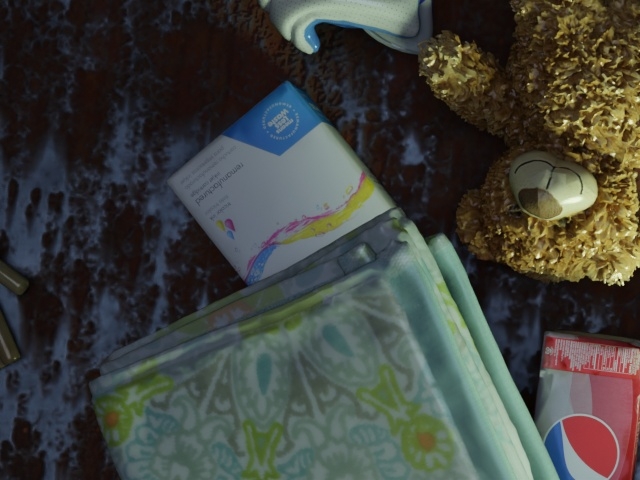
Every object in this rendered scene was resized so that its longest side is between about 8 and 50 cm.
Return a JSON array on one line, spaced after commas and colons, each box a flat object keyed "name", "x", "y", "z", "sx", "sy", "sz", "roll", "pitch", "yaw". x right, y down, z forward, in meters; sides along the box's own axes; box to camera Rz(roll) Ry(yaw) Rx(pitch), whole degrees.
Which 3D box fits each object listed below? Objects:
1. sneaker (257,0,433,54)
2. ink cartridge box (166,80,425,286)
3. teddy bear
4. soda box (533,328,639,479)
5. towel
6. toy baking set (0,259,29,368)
[{"name": "sneaker", "x": 0.087, "y": -0.276, "z": 1.393, "sx": 0.323, "sy": 0.130, "sz": 0.236, "roll": -18, "pitch": 96, "yaw": 1}, {"name": "ink cartridge box", "x": 0.000, "y": 0.000, "z": 1.404, "sx": 0.134, "sy": 0.078, "sz": 0.231, "roll": -40, "pitch": 82, "yaw": 6}, {"name": "teddy bear", "x": 0.210, "y": -0.135, "z": 1.347, "sx": 0.245, "sy": 0.113, "sz": 0.338, "roll": 32, "pitch": 87, "yaw": -4}, {"name": "soda box", "x": 0.205, "y": 0.204, "z": 1.352, "sx": 0.083, "sy": 0.092, "sz": 0.263, "roll": 7, "pitch": 89, "yaw": 12}, {"name": "towel", "x": 0.017, "y": 0.200, "z": 1.317, "sx": 0.320, "sy": 0.090, "sz": 0.374, "roll": -26, "pitch": 85, "yaw": 25}, {"name": "toy baking set", "x": -0.381, "y": 0.048, "z": 1.487, "sx": 0.256, "sy": 0.030, "sz": 0.197, "roll": 40, "pitch": 94, "yaw": 9}]
